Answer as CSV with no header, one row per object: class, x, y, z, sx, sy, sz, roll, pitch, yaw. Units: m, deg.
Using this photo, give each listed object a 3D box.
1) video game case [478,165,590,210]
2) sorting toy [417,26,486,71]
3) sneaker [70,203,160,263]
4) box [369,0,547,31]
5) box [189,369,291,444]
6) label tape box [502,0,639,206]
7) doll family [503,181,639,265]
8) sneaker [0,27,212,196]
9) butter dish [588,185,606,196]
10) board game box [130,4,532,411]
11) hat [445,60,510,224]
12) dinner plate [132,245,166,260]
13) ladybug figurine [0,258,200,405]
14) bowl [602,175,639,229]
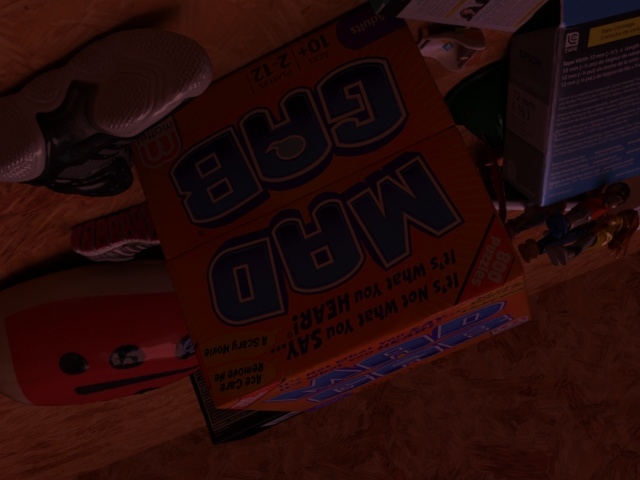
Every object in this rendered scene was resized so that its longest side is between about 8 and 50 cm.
video game case,0.396,-0.099,1.506,0.190,0.022,0.173,2,-153,6
sorting toy,0.161,-0.251,1.031,0.075,0.045,0.083,-3,173,-10
sneaker,-0.274,-0.006,1.181,0.170,0.063,0.075,-14,161,-9
box,0.162,-0.289,0.877,0.244,0.060,0.100,-7,156,-41
box,-0.113,0.221,1.660,0.296,0.294,0.183,-26,165,13
label tape box,0.402,-0.246,1.154,0.249,0.115,0.348,-17,126,-16
doll family,0.415,-0.016,1.307,0.163,0.118,0.263,-25,-175,-15
sneaker,-0.216,-0.125,0.846,0.268,0.101,0.153,-20,164,13
butter dish,0.512,-0.148,1.637,0.160,0.118,0.160,-52,-163,-5
board game box,0.030,-0.012,1.039,0.356,0.356,0.356,-24,163,9
hat,0.301,-0.151,1.249,0.173,0.184,0.208,-26,163,15
dinner plate,-0.282,0.051,1.362,0.141,0.017,0.141,-15,143,-12
ladybug figurine,-0.344,0.158,1.309,0.449,0.162,0.305,-13,153,-2
bowl,0.793,-0.119,2.037,0.297,0.134,0.298,-20,163,-6
